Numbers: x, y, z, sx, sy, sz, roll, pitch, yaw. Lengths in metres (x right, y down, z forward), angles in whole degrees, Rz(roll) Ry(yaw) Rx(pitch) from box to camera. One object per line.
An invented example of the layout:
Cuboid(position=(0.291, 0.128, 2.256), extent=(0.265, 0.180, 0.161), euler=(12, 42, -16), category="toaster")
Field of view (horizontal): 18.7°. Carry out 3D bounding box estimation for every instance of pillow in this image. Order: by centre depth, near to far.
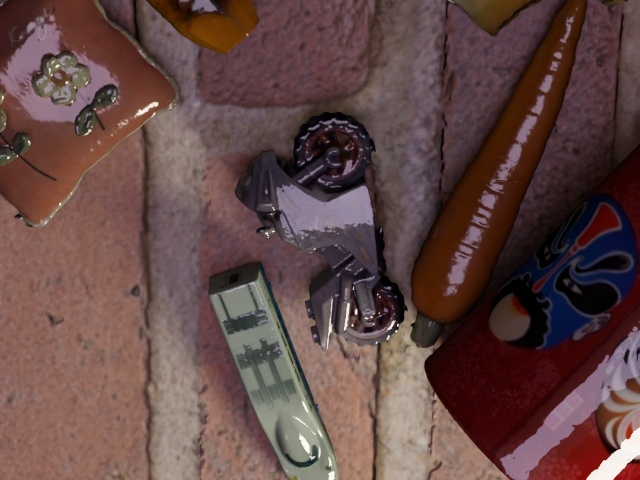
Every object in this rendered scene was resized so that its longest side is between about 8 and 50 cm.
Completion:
Cuboid(position=(-0.229, -0.122, 1.589), extent=(0.179, 0.075, 0.171), euler=(-40, 105, 9), category="pillow")

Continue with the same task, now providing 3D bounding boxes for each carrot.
Cuboid(position=(-0.173, -0.272, 1.548), extent=(0.066, 0.066, 0.314), euler=(-42, 105, 11), category="carrot")
Cuboid(position=(0.151, -0.058, 1.642), extent=(0.069, 0.069, 0.336), euler=(23, 100, -10), category="carrot")

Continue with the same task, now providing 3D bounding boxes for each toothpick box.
Cuboid(position=(0.270, 0.054, 1.607), extent=(0.204, 0.204, 0.333), euler=(41, 101, -14), category="toothpick box")

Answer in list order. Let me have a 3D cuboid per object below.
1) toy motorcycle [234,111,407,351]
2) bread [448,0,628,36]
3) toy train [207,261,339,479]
Cuboid(position=(0.000, 0.000, 1.641), extent=(0.122, 0.080, 0.215), euler=(-12, 113, 1), category="toy motorcycle")
Cuboid(position=(0.135, -0.257, 1.450), extent=(0.248, 0.315, 0.279), euler=(30, 115, -10), category="bread")
Cuboid(position=(-0.036, 0.134, 1.698), extent=(0.052, 0.051, 0.234), euler=(-18, 109, 8), category="toy train")
